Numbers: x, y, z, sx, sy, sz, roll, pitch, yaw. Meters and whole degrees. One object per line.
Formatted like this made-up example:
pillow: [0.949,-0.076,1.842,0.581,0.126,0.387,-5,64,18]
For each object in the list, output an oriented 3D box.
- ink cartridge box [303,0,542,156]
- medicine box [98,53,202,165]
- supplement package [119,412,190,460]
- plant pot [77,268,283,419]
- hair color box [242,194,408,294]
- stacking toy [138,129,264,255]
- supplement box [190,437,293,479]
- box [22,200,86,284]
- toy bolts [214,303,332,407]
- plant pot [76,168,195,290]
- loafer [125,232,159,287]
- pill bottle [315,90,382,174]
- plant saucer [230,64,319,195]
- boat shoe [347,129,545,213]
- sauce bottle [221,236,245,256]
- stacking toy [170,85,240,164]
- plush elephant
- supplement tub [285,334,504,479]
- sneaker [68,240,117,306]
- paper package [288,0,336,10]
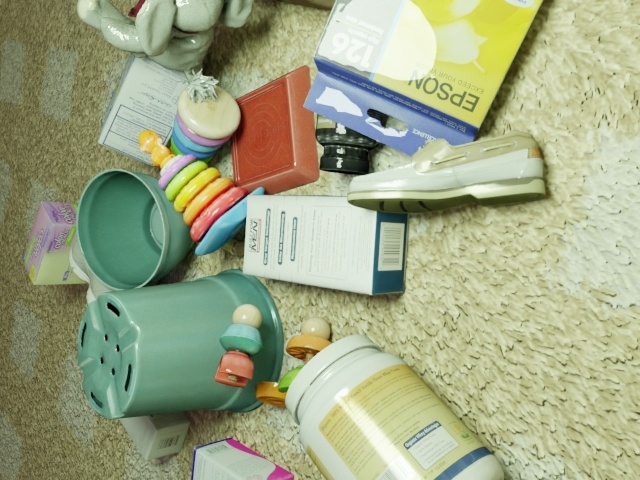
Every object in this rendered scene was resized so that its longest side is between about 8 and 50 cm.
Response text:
ink cartridge box: [0.151,-0.305,0.946,0.304,0.072,0.307,26,103,11]
medicine box: [-0.416,-0.384,1.447,0.289,0.149,0.263,-52,30,28]
supplement package: [-0.443,0.471,1.536,0.179,0.105,0.105,36,113,37]
plant pot: [-0.317,0.231,1.273,0.341,0.334,0.340,-3,85,43]
hair color box: [0.000,0.000,1.139,0.347,0.105,0.173,5,92,43]
stacking toy: [-0.292,-0.128,1.284,0.302,0.175,0.166,45,137,-1]
supplement box: [-0.176,0.536,1.281,0.220,0.111,0.113,9,95,43]
box: [-0.709,0.011,1.707,0.117,0.243,0.213,46,119,34]
toy bolts: [-0.099,0.229,1.182,0.218,0.229,0.158,134,151,-57]
plant pot: [-0.433,-0.032,1.461,0.293,0.196,0.292,4,97,29]
loafer: [-0.496,0.130,1.591,0.112,0.112,0.319,-3,83,49]
pill bottle: [0.055,-0.236,1.085,0.123,0.123,0.219,8,94,43]
plant saucer: [-0.121,-0.234,1.301,0.259,0.048,0.258,-12,80,42]
boat shoe: [0.192,-0.105,0.921,0.303,0.113,0.103,-3,81,12]
sauce bottle: [-0.228,0.002,1.397,0.128,0.042,0.042,25,105,43]
stacking toy: [-0.307,-0.221,1.391,0.330,0.141,0.141,-45,58,52]
plush elephant: [-0.289,-0.470,1.162,0.330,0.272,0.255,53,146,5]
supplement tub: [0.108,0.329,0.944,0.316,0.228,0.228,46,118,34]
sneaker: [-0.585,0.071,1.556,0.121,0.099,0.262,-54,56,21]
paper package: [-0.042,-0.639,1.161,0.325,0.168,0.309,32,109,38]
